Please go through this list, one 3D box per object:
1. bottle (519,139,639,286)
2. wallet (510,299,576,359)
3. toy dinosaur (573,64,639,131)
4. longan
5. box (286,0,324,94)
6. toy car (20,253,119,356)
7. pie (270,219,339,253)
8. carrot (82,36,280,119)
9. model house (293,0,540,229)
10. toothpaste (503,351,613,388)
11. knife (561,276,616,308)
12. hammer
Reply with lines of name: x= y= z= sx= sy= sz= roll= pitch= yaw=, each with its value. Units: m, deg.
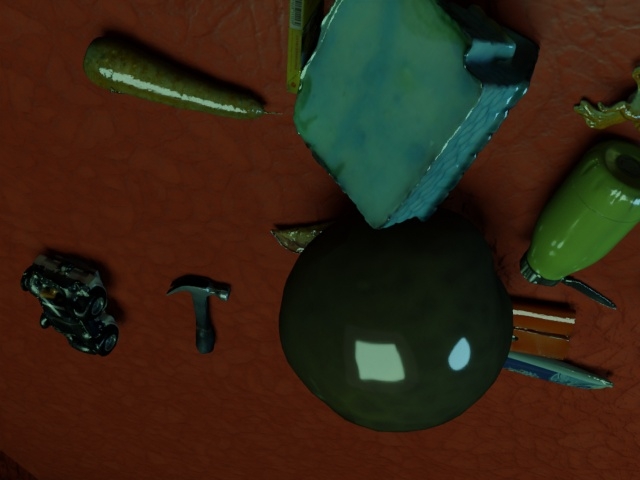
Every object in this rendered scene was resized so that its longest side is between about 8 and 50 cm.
bottle: x=0.374 y=-0.023 z=0.973 sx=0.112 sy=0.112 sz=0.260 roll=19 pitch=142 yaw=-1
wallet: x=0.359 y=0.161 z=1.255 sx=0.204 sy=0.045 sz=0.142 roll=8 pitch=140 yaw=14
toy dinosaur: x=0.442 y=-0.154 z=0.834 sx=0.212 sy=0.057 sz=0.142 roll=22 pitch=153 yaw=-3
longan: x=0.127 y=0.126 z=1.080 sx=0.404 sy=0.336 sz=0.405 roll=-11 pitch=126 yaw=-16
box: x=-0.018 y=-0.271 z=0.849 sx=0.023 sy=0.087 sz=0.155 roll=14 pitch=142 yaw=7
toy car: x=-0.569 y=0.157 z=1.569 sx=0.193 sy=0.118 sz=0.301 roll=18 pitch=144 yaw=14
pie: x=0.000 y=0.000 z=1.214 sx=0.169 sy=0.034 sz=0.092 roll=-10 pitch=130 yaw=30
carrot: x=-0.201 y=-0.224 z=1.001 sx=0.298 sy=0.078 sz=0.078 roll=17 pitch=142 yaw=-5
model house: x=0.143 y=-0.189 z=0.845 sx=0.226 sy=0.241 sz=0.261 roll=55 pitch=134 yaw=23
toothpaste: x=0.439 y=0.251 z=1.336 sx=0.268 sy=0.047 sz=0.069 roll=17 pitch=129 yaw=-3
knife: x=0.441 y=0.079 z=1.152 sx=0.170 sy=0.010 sz=0.023 roll=28 pitch=147 yaw=-15
hammer: x=-0.274 y=0.176 z=1.535 sx=0.137 sy=0.037 sz=0.290 roll=15 pitch=142 yaw=4
